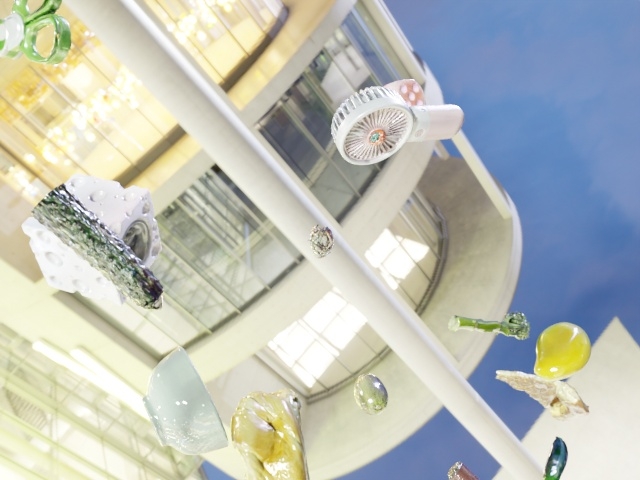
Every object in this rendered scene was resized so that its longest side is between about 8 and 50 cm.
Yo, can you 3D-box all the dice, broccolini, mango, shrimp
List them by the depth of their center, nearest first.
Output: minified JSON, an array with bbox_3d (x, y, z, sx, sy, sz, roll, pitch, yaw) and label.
[{"bbox_3d":[0.576,0.265,1.271,0.122,0.086,0.191,-9,-156,28],"label":"mango"},{"bbox_3d":[0.195,-0.337,1.314,0.094,0.091,0.093,-13,179,-31],"label":"dice"},{"bbox_3d":[0.423,0.214,1.356,0.074,0.392,0.079,-46,-129,29],"label":"broccolini"},{"bbox_3d":[0.001,0.000,1.382,0.073,0.074,0.190,-58,174,-16],"label":"shrimp"}]

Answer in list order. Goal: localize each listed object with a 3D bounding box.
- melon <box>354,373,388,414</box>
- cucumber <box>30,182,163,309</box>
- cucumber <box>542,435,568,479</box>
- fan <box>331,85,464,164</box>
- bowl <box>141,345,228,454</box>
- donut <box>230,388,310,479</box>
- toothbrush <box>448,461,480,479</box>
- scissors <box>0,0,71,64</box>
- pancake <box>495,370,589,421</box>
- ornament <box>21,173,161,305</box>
[{"bbox_3d":[0.149,0.456,1.600,0.099,0.099,0.162,-41,-164,3],"label":"melon"},{"bbox_3d":[-0.477,0.035,1.199,0.096,0.359,0.096,-33,-158,16],"label":"cucumber"},{"bbox_3d":[0.431,0.400,0.975,0.036,0.033,0.184,-23,170,29],"label":"cucumber"},{"bbox_3d":[0.135,-0.192,0.892,0.130,0.244,0.074,111,-37,-49],"label":"fan"},{"bbox_3d":[-0.364,0.431,1.370,0.146,0.289,0.289,-24,-159,-23],"label":"bowl"},{"bbox_3d":[-0.111,0.523,1.286,0.170,0.360,0.360,-9,-150,-4],"label":"donut"},{"bbox_3d":[0.365,0.529,0.931,0.041,0.364,0.041,-45,173,-7],"label":"toothbrush"},{"bbox_3d":[-0.364,-0.234,0.622,0.204,0.101,0.027,-10,180,30],"label":"scissors"},{"bbox_3d":[0.571,0.405,1.393,0.244,0.266,0.057,17,-114,14],"label":"pancake"},{"bbox_3d":[-0.617,-0.005,1.490,0.239,0.239,0.240,12,-136,10],"label":"ornament"}]
